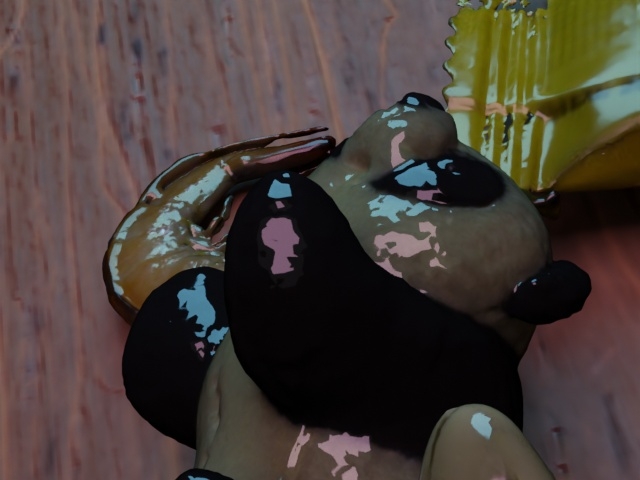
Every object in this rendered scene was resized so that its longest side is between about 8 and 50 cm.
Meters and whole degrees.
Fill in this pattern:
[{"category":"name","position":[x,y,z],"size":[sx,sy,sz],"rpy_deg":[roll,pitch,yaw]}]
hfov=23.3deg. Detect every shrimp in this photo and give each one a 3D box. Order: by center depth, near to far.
[{"category":"shrimp","position":[0.000,0.001,0.638],"size":[0.178,0.034,0.124],"rpy_deg":[3,46,19]}]

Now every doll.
[{"category":"doll","position":[0.002,0.066,0.505],"size":[0.135,0.143,0.234],"rpy_deg":[18,69,-19]}]

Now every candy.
[{"category":"candy","position":[0.197,-0.077,0.614],"size":[0.297,0.081,0.187],"rpy_deg":[2,46,10]}]

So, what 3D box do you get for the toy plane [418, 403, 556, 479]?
[{"category":"toy plane","position":[0.063,0.169,0.389],"size":[0.241,0.104,0.256],"rpy_deg":[-6,89,-21]}]
